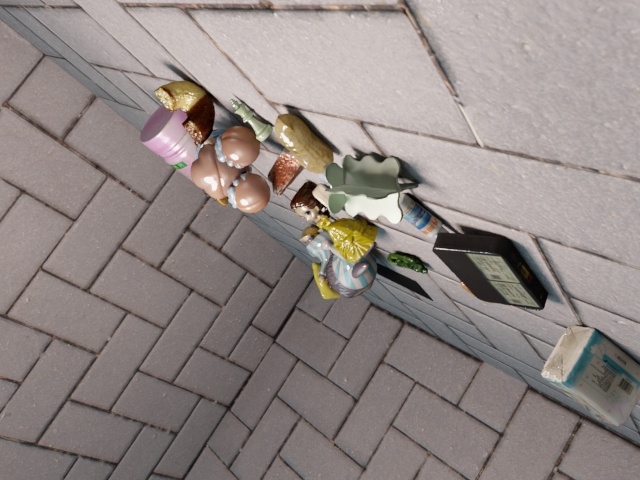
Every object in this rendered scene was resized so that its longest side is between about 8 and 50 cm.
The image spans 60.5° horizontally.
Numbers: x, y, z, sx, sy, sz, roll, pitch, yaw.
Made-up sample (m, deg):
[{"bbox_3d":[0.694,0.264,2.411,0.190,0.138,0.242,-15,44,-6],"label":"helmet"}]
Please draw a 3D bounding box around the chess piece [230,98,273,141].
[{"bbox_3d":[-0.210,-0.364,1.624,0.149,0.059,0.059,45,168,-23],"label":"chess piece"}]

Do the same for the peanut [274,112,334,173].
[{"bbox_3d":[-0.046,-0.258,1.475,0.099,0.099,0.214,23,169,48],"label":"peanut"}]

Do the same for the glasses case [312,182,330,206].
[{"bbox_3d":[0.029,-0.144,1.799,0.083,0.050,0.196,39,-171,6],"label":"glasses case"}]

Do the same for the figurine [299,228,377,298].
[{"bbox_3d":[0.133,0.053,2.416,0.361,0.266,0.378,57,139,5],"label":"figurine"}]

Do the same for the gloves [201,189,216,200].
[{"bbox_3d":[-0.482,-0.304,2.420,0.135,0.210,0.312,-7,147,40],"label":"gloves"}]

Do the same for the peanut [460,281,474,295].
[{"bbox_3d":[0.523,0.155,1.769,0.152,0.076,0.076,28,171,0],"label":"peanut"}]

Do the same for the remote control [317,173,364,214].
[{"bbox_3d":[0.090,-0.149,1.731,0.244,0.047,0.087,36,169,-22],"label":"remote control"}]

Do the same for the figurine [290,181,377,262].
[{"bbox_3d":[0.028,-0.068,1.997,0.315,0.168,0.187,34,-179,-15],"label":"figurine"}]

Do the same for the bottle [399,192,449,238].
[{"bbox_3d":[0.296,-0.048,1.516,0.217,0.060,0.060,34,171,-15],"label":"bottle"}]

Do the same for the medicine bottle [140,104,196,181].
[{"bbox_3d":[-0.518,-0.369,2.167,0.212,0.212,0.325,23,168,49],"label":"medicine bottle"}]

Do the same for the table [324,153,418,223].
[{"bbox_3d":[0.127,-0.132,1.379,0.198,0.166,0.166,12,159,46],"label":"table"}]

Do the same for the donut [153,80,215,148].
[{"bbox_3d":[-0.407,-0.424,1.727,0.217,0.141,0.085,47,154,-13],"label":"donut"}]

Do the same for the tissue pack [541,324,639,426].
[{"bbox_3d":[0.820,0.399,1.636,0.271,0.201,0.124,37,174,-12],"label":"tissue pack"}]

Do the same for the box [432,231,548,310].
[{"bbox_3d":[0.471,0.088,1.509,0.211,0.058,0.350,5,154,42],"label":"box"}]

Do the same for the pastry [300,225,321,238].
[{"bbox_3d":[0.000,0.000,2.726,0.193,0.093,0.182,22,165,36],"label":"pastry"}]

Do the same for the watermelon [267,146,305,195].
[{"bbox_3d":[-0.110,-0.230,1.766,0.098,0.158,0.121,32,-161,7],"label":"watermelon"}]

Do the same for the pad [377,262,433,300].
[{"bbox_3d":[0.366,0.180,2.697,0.368,0.007,0.247,25,168,40],"label":"pad"}]

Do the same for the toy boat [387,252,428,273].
[{"bbox_3d":[0.332,0.084,2.130,0.104,0.052,0.210,35,171,-27],"label":"toy boat"}]

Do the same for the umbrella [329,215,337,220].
[{"bbox_3d":[0.023,-0.109,2.303,0.149,0.022,0.022,26,136,-10],"label":"umbrella"}]

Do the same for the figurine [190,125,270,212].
[{"bbox_3d":[-0.305,-0.246,1.833,0.388,0.248,0.276,-110,6,-70],"label":"figurine"}]
